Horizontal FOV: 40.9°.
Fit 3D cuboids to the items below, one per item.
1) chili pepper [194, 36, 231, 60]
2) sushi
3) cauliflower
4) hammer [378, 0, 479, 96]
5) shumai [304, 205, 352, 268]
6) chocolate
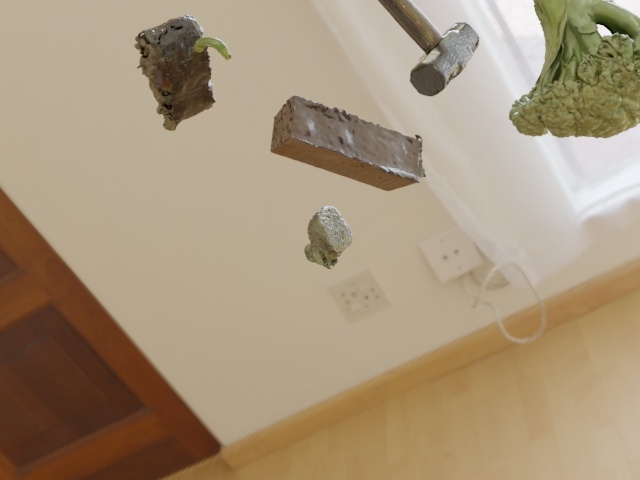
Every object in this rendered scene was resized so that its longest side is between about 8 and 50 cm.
[{"bbox_3d":[-0.146,-0.258,1.146,0.017,0.030,0.083,-46,35,-19],"label":"chili pepper"},{"bbox_3d":[-0.262,-0.311,1.526,0.115,0.147,0.212,-21,-21,-14],"label":"sushi"},{"bbox_3d":[0.472,-0.309,1.488,0.327,0.260,0.281,-17,69,16],"label":"cauliflower"},{"bbox_3d":[0.033,-0.321,0.963,0.043,0.365,0.111,-34,14,49],"label":"hammer"},{"bbox_3d":[0.000,0.000,1.275,0.080,0.082,0.083,-31,59,36],"label":"shumai"},{"bbox_3d":[0.055,-0.185,1.743,0.112,0.321,0.112,-28,53,55],"label":"chocolate"}]
